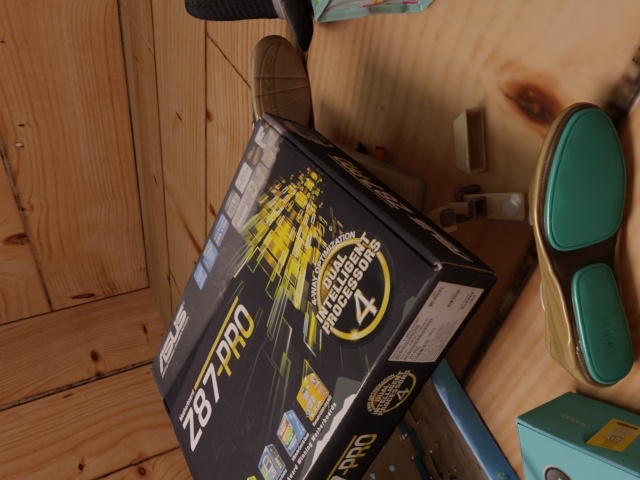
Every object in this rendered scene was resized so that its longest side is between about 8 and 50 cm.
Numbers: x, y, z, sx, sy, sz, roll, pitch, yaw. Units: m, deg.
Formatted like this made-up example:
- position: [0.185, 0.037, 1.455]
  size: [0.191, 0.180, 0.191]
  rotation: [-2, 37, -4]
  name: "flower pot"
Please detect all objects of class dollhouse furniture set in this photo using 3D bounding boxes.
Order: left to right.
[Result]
- position: [0.156, -0.069, 0.510]
  size: [0.081, 0.091, 0.114]
  rotation: [4, 104, 48]
  name: "dollhouse furniture set"

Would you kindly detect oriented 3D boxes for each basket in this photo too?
- position: [0.096, 0.218, 0.623]
  size: [0.289, 0.201, 0.254]
  rotation: [106, 144, -56]
  name: "basket"

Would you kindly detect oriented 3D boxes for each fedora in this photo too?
- position: [-0.112, -0.376, 0.663]
  size: [0.334, 0.153, 0.333]
  rotation: [-13, -90, -86]
  name: "fedora"

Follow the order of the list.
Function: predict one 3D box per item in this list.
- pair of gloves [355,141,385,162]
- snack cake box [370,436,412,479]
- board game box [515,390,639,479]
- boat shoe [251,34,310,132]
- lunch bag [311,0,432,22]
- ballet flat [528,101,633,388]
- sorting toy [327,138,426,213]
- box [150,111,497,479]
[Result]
- position: [0.071, -0.095, 0.739]
  size: [0.083, 0.010, 0.074]
  rotation: [32, 132, 59]
  name: "pair of gloves"
- position: [-0.004, 0.380, 0.841]
  size: [0.089, 0.264, 0.152]
  rotation: [66, 154, 19]
  name: "snack cake box"
- position: [0.305, 0.279, 0.368]
  size: [0.336, 0.079, 0.253]
  rotation: [6, 109, 64]
  name: "board game box"
- position: [-0.068, -0.180, 0.880]
  size: [0.092, 0.103, 0.285]
  rotation: [15, 122, 56]
  name: "boat shoe"
- position: [0.069, -0.345, 0.444]
  size: [0.262, 0.160, 0.223]
  rotation: [160, 96, -70]
  name: "lunch bag"
- position: [0.203, 0.007, 0.447]
  size: [0.073, 0.080, 0.232]
  rotation: [-149, 50, -76]
  name: "ballet flat"
- position: [0.000, 0.000, 0.758]
  size: [0.255, 0.089, 0.257]
  rotation: [29, 131, 35]
  name: "sorting toy"
- position: [-0.041, 0.103, 0.595]
  size: [0.318, 0.097, 0.394]
  rotation: [49, 119, 45]
  name: "box"
